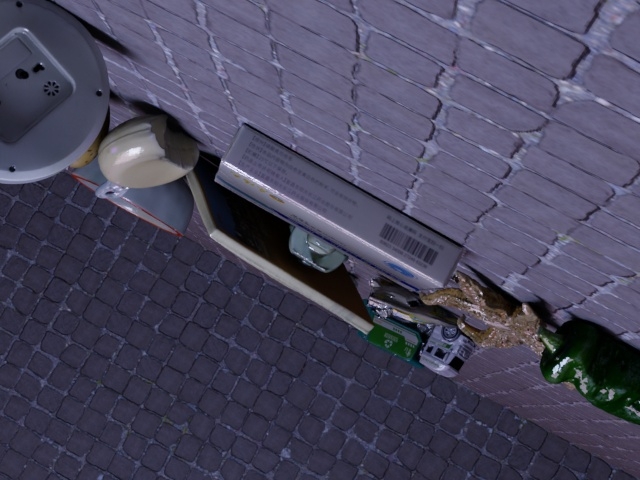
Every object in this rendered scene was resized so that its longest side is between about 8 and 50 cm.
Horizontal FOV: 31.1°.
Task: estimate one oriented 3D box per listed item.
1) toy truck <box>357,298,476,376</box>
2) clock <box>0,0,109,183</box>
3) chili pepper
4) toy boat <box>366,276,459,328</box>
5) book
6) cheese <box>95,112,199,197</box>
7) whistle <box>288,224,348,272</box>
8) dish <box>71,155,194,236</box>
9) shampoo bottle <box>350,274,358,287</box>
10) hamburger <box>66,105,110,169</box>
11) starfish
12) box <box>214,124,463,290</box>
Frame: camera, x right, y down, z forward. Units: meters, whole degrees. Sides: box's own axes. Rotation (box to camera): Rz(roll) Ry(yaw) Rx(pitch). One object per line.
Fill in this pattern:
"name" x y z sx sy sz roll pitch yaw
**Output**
"toy truck" 0.193 0.194 2.403 0.253 0.124 0.114 27 175 30
"clock" -0.378 -0.186 1.416 0.230 0.230 0.083 30 169 -15
"chili pepper" 0.413 0.192 1.614 0.270 0.099 0.136 27 178 -13
"toy boat" 0.185 0.134 2.244 0.210 0.066 0.084 19 -154 1
"book" -0.074 -0.002 1.959 0.374 0.028 0.262 33 -160 -34
"cheese" -0.308 -0.122 1.832 0.249 0.070 0.163 -23 161 33
"whistle" 0.000 0.000 1.851 0.110 0.092 0.244 33 175 -1
"dish" -0.363 -0.118 2.321 0.256 0.117 0.256 29 173 4
"shampoo bottle" 0.046 0.088 2.509 0.077 0.045 0.152 32 172 -23
"hamburger" -0.406 -0.188 1.830 0.137 0.175 0.175 17 175 -10
"starfish" 0.273 0.114 1.749 0.299 0.060 0.302 32 167 21
"box" 0.018 -0.038 1.607 0.343 0.065 0.200 29 173 -5
